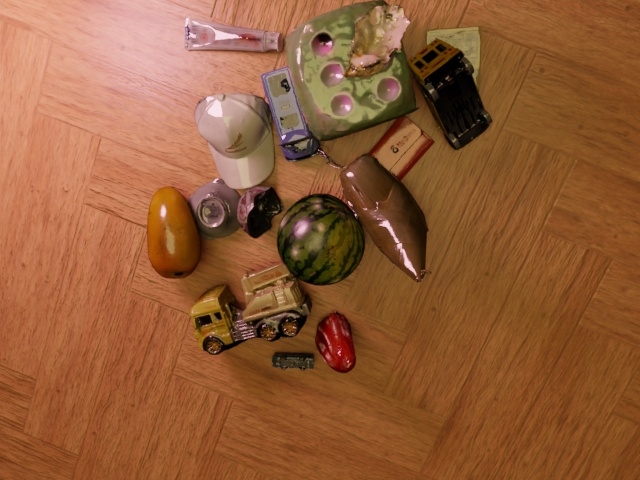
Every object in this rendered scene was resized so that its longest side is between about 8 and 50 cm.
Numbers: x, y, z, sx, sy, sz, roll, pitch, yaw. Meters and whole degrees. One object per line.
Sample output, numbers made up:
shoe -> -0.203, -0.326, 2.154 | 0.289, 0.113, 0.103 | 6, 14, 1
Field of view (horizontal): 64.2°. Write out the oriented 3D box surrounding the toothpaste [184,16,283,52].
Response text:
toothpaste -> -0.283, -0.647, 1.633 | 0.323, 0.066, 0.100 | 9, 107, 9

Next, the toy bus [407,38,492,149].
toy bus -> 0.387, -0.425, 1.516 | 0.145, 0.151, 0.331 | -37, 139, 7

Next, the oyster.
oyster -> 0.146, -0.497, 1.289 | 0.133, 0.072, 0.209 | 14, 81, 4

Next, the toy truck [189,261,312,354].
toy truck -> -0.242, 0.230, 1.746 | 0.405, 0.180, 0.254 | -16, 101, 9

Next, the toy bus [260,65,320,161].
toy bus -> -0.094, -0.394, 1.613 | 0.126, 0.133, 0.292 | -14, 105, 8

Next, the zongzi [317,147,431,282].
zongzi -> 0.166, -0.110, 1.515 | 0.181, 0.418, 0.447 | -37, 103, 15

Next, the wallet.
wallet -> 0.250, -0.288, 1.652 | 0.142, 0.045, 0.204 | 40, 102, -3

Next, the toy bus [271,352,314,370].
toy bus -> -0.097, 0.430, 1.830 | 0.153, 0.061, 0.051 | 0, 103, 8

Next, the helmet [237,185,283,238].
helmet -> -0.219, -0.105, 1.693 | 0.107, 0.153, 0.177 | 25, 72, 26

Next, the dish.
dish -> -0.349, -0.094, 1.743 | 0.246, 0.078, 0.224 | 19, 102, 2

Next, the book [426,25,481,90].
book -> 0.415, -0.564, 1.594 | 0.168, 0.013, 0.192 | -1, 102, 6

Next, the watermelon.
watermelon -> 0.000, 0.000, 1.618 | 0.285, 0.285, 0.285 | 1, 102, 6

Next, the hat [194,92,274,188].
hat -> -0.279, -0.314, 1.645 | 0.258, 0.168, 0.301 | -9, 100, 9

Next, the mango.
mango -> -0.498, -0.027, 1.717 | 0.173, 0.211, 0.317 | -8, 92, -21

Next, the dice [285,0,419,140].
dice -> 0.090, -0.481, 1.486 | 0.318, 0.330, 0.322 | -16, 101, 10

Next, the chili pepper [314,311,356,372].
chili pepper -> 0.055, 0.367, 1.710 | 0.144, 0.252, 0.136 | -28, 116, 4
